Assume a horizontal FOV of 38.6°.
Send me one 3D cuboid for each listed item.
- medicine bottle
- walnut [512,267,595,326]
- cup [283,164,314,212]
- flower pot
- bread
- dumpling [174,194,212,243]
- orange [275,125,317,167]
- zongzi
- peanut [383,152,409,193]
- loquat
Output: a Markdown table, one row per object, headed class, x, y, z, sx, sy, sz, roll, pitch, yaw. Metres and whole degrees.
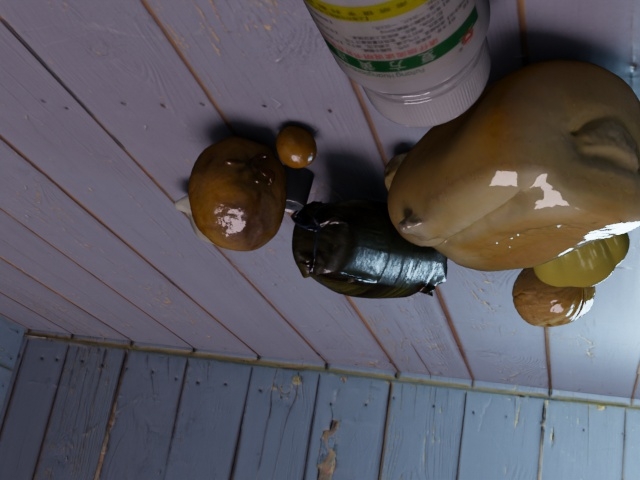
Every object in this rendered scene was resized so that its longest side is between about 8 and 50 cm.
| class | x | y | z | sx | sy | sz | roll | pitch | yaw |
| --- | --- | --- | --- | --- | --- | --- | --- | --- | --- |
| medicine bottle | 0.096 | -0.292 | 1.109 | 0.208 | 0.208 | 0.339 | 3 | 159 | 20 |
| walnut | 0.529 | 0.118 | 2.091 | 0.165 | 0.165 | 0.197 | 18 | 167 | -20 |
| cup | -0.065 | -0.103 | 1.900 | 0.078 | 0.077 | 0.100 | 24 | 157 | -33 |
| flower pot | 0.456 | -0.035 | 1.686 | 0.195 | 0.195 | 0.179 | -1 | 146 | 29 |
| bread | 0.321 | -0.113 | 1.417 | 0.348 | 0.252 | 0.376 | 14 | 161 | -17 |
| dumpling | -0.220 | -0.054 | 2.046 | 0.250 | 0.132 | 0.162 | 16 | 175 | 34 |
| orange | -0.046 | -0.174 | 1.704 | 0.085 | 0.085 | 0.085 | 9 | 160 | 3 |
| zongzi | 0.000 | 0.000 | 1.930 | 0.432 | 0.207 | 0.403 | 11 | -177 | 41 |
| peanut | 0.179 | -0.098 | 1.762 | 0.103 | 0.098 | 0.229 | 7 | 162 | 15 |
| loquat | -0.162 | -0.089 | 1.777 | 0.193 | 0.238 | 0.238 | 11 | 160 | -10 |
